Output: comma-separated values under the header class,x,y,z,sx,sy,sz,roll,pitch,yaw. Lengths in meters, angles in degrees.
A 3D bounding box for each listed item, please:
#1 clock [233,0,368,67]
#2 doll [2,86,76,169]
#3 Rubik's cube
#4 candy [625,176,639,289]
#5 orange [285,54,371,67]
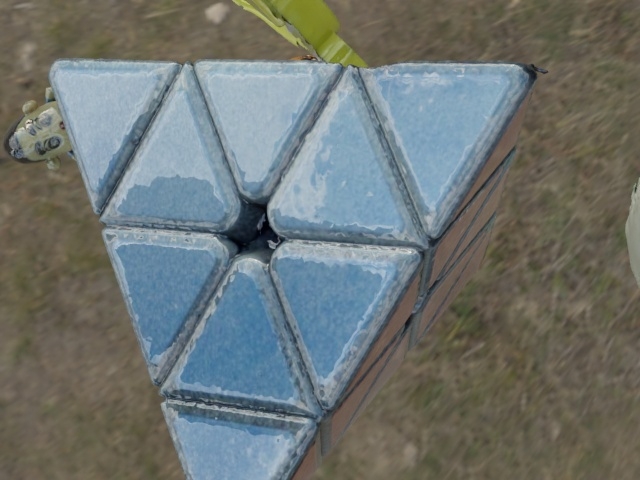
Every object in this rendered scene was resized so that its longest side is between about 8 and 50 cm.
class,x,y,z,sx,sy,sz,roll,pitch,yaw
clock,-0.085,-0.269,1.496,0.293,0.277,0.071,41,91,23
doll,-0.324,-0.139,2.150,0.089,0.179,0.102,-17,103,38
Rubik's cube,0.002,0.000,0.975,0.233,0.228,0.229,-19,118,-6
candy,0.333,-0.011,1.053,0.295,0.185,0.296,3,106,11
orange,0.005,-0.097,1.946,0.234,0.234,0.182,8,61,18
